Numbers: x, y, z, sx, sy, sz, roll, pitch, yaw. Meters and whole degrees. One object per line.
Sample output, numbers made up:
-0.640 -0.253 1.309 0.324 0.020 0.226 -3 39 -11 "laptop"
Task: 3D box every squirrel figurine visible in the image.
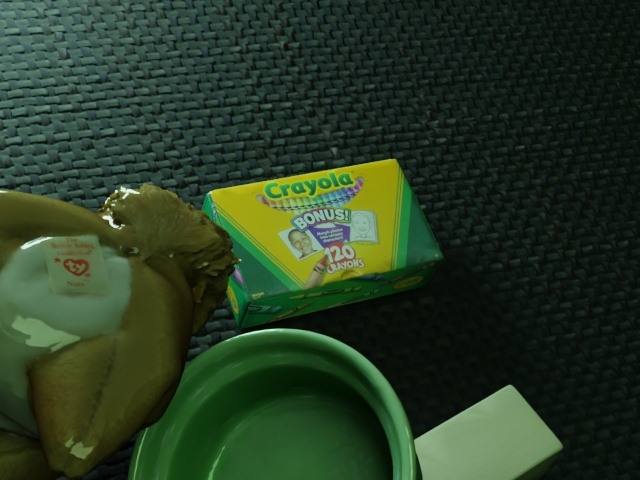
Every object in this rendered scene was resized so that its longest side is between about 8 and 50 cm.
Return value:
-0.263 0.132 1.116 0.281 0.370 0.397 37 42 10 "squirrel figurine"

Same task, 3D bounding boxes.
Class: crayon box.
0.000 0.000 1.437 0.278 0.081 0.165 -12 63 -23 "crayon box"

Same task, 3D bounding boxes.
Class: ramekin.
-0.035 0.259 1.155 0.303 0.148 0.303 -7 65 14 "ramekin"

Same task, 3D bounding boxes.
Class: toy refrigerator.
0.146 0.286 1.296 0.269 0.094 0.102 -24 61 -29 "toy refrigerator"
